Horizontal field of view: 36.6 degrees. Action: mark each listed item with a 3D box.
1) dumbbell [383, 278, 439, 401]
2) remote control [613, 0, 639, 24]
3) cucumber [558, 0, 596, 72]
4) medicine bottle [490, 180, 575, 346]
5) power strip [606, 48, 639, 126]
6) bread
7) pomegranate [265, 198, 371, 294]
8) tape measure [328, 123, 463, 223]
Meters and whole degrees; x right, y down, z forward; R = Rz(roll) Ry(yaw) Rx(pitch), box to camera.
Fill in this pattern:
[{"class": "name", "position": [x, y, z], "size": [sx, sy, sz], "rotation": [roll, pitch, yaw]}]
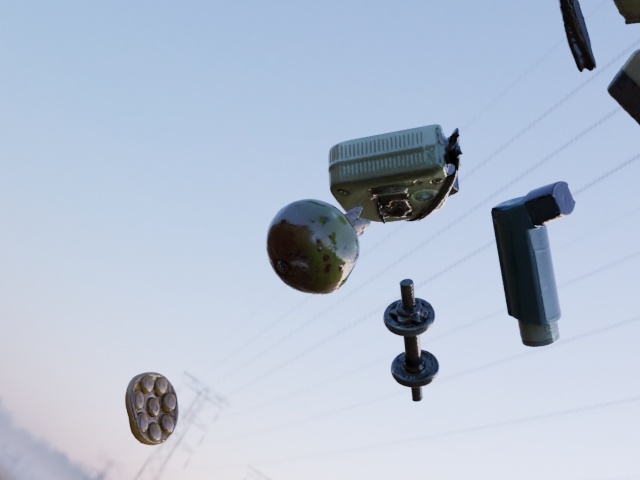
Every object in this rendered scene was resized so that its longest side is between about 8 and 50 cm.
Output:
[{"class": "dumbbell", "position": [0.143, 0.161, 1.515], "size": [0.081, 0.081, 0.254], "rotation": [19, -45, 32]}, {"class": "remote control", "position": [0.660, -0.455, 1.742], "size": [0.285, 0.038, 0.123], "rotation": [0, -35, 43]}, {"class": "cucumber", "position": [0.389, -0.319, 1.476], "size": [0.033, 0.135, 0.034], "rotation": [-14, -5, 12]}, {"class": "medicine bottle", "position": [0.339, 0.037, 1.514], "size": [0.124, 0.079, 0.258], "rotation": [-2, -75, 32]}, {"class": "power strip", "position": [0.407, -0.106, 1.005], "size": [0.105, 0.070, 0.257], "rotation": [11, 34, -39]}, {"class": "bread", "position": [-0.244, 0.242, 1.400], "size": [0.024, 0.110, 0.110], "rotation": [-16, -48, 31]}, {"class": "pomegranate", "position": [-0.007, -0.003, 1.275], "size": [0.129, 0.159, 0.129], "rotation": [7, -55, 11]}, {"class": "tape measure", "position": [0.145, -0.099, 1.650], "size": [0.235, 0.115, 0.207], "rotation": [-9, -27, 17]}]
